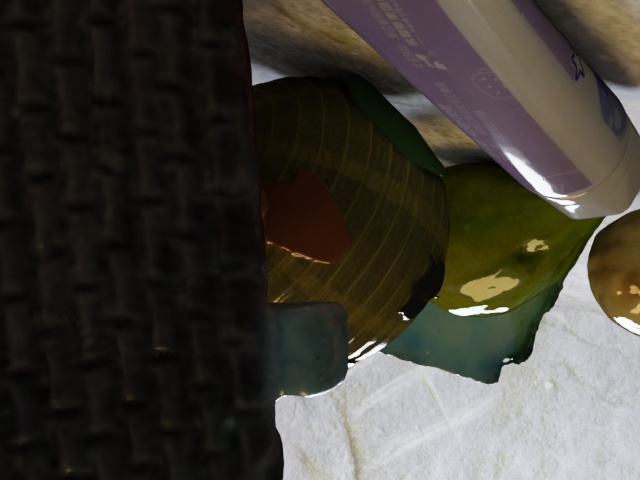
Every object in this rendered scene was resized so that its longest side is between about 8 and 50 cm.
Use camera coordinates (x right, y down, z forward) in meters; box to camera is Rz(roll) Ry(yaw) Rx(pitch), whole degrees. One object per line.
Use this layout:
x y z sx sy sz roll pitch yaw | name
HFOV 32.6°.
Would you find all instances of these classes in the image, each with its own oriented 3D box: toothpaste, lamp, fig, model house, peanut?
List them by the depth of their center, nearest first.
0.085 -0.102 0.598 0.125 0.080 0.371 11 170 39 | toothpaste
-0.134 -0.031 0.671 0.339 0.360 0.297 -5 178 33 | model house
0.000 0.000 0.913 0.284 0.250 0.250 34 164 -37 | lamp
0.177 0.004 1.080 0.167 0.167 0.233 17 -178 -37 | fig
0.378 0.046 1.110 0.148 0.147 0.319 11 176 37 | peanut
0.152 0.028 1.411 0.261 0.225 0.241 18 -170 -5 | model house
